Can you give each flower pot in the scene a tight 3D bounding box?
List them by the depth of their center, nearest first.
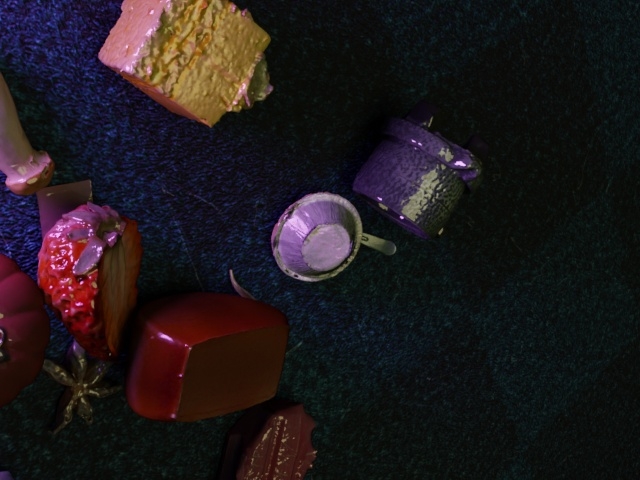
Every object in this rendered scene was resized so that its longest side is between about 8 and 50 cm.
[{"bbox_3d":[0.257,-0.169,1.937,0.299,0.299,0.283,35,86,-38],"label":"flower pot"}]

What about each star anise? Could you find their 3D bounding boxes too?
[{"bbox_3d":[-0.493,0.294,1.672,0.171,0.063,0.208,-17,114,-33],"label":"star anise"}]

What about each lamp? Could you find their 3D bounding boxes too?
[{"bbox_3d":[-0.626,0.159,1.399,0.303,0.257,0.303,1,83,-12],"label":"lamp"}]

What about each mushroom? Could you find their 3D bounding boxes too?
[{"bbox_3d":[-0.587,-0.230,1.404,0.128,0.128,0.350,-41,127,-20],"label":"mushroom"},{"bbox_3d":[-0.166,0.203,1.907,0.068,0.043,0.306,-33,123,-54],"label":"mushroom"}]

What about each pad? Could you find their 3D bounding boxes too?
[{"bbox_3d":[-0.501,-0.022,1.604,0.113,0.006,0.188,-15,113,-35],"label":"pad"}]

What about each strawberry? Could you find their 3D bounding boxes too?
[{"bbox_3d":[-0.453,0.093,1.572,0.149,0.265,0.336,6,127,3],"label":"strawberry"}]

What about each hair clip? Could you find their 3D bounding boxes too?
[{"bbox_3d":[0.083,-0.010,2.018,0.229,0.070,0.039,16,98,-31],"label":"hair clip"}]

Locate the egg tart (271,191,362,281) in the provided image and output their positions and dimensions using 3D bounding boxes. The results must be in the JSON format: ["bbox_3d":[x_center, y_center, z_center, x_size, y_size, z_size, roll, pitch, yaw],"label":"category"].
[{"bbox_3d":[0.000,0.000,1.901,0.234,0.094,0.234,-11,117,-21],"label":"egg tart"}]

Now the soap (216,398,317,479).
[{"bbox_3d":[-0.133,0.543,1.976,0.220,0.127,0.325,10,97,-39],"label":"soap"}]

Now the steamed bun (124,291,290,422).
[{"bbox_3d":[-0.255,0.237,1.714,0.379,0.248,0.235,-5,111,-51],"label":"steamed bun"}]

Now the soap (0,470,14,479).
[{"bbox_3d":[-0.704,0.568,1.530,0.289,0.172,0.095,-24,116,-28],"label":"soap"}]

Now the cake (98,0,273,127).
[{"bbox_3d":[-0.242,-0.356,1.555,0.286,0.227,0.222,31,89,-36],"label":"cake"}]
